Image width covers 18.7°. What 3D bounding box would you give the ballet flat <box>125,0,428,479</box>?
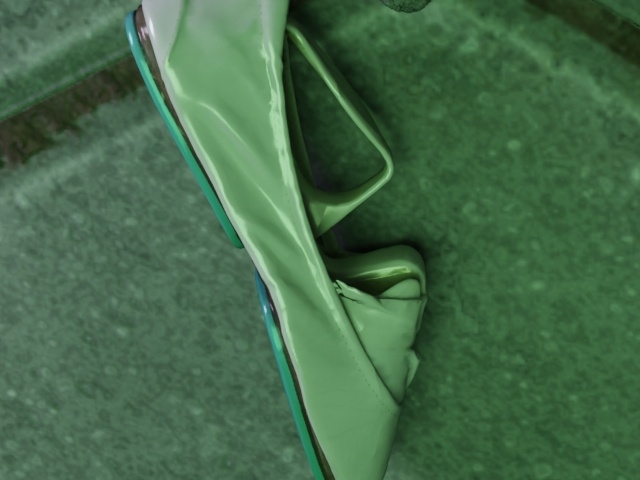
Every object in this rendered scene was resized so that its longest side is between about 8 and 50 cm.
[{"bbox_3d":[0.000,0.000,1.296,0.139,0.139,0.400,-13,112,23],"label":"ballet flat"}]

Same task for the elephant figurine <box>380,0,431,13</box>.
[{"bbox_3d":[-0.044,-0.224,1.153,0.186,0.169,0.239,-4,112,13],"label":"elephant figurine"}]
